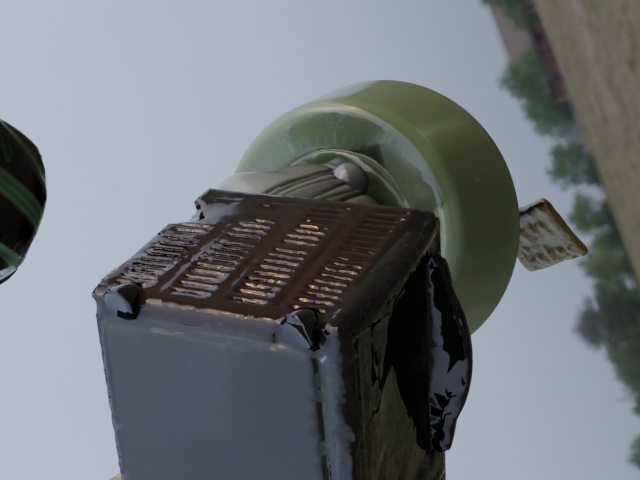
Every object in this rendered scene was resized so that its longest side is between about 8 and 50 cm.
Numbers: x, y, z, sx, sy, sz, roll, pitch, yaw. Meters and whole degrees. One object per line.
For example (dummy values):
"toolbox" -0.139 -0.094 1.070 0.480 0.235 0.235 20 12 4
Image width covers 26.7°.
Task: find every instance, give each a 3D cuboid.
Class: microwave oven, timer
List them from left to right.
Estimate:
"microwave oven" -0.017 0.110 0.854 0.178 0.188 0.247 -45 -42 -54
"timer" 0.000 0.000 1.257 0.315 0.291 0.291 -16 -96 -61

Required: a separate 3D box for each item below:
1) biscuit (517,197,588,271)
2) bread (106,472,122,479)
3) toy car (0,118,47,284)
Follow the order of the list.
"biscuit" 0.229 -0.005 1.423 0.081 0.083 0.018 48 -130 -17
"bread" -0.112 0.371 1.270 0.398 0.215 0.398 38 145 33
"toy car" -0.320 -0.083 1.006 0.306 0.125 0.136 37 -128 -31
